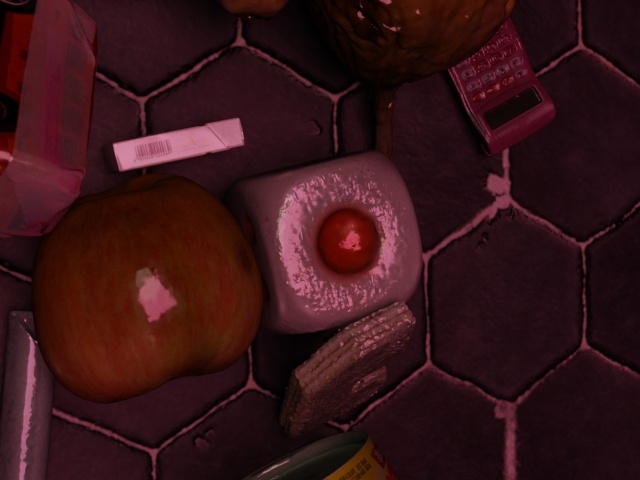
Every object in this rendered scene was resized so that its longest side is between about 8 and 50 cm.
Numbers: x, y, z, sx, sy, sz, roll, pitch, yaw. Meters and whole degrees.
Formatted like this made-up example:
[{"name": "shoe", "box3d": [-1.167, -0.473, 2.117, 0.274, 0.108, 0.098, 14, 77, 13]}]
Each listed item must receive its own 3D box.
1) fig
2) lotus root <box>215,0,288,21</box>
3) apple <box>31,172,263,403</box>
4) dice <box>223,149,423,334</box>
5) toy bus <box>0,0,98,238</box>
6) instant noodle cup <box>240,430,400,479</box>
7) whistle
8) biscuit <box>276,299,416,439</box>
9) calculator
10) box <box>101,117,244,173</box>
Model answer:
[{"name": "fig", "box3d": [0.086, -0.254, 1.246, 0.286, 0.286, 0.369, -1, 116, -21]}, {"name": "lotus root", "box3d": [-0.085, -0.350, 1.121, 0.125, 0.118, 0.221, 5, 118, 20]}, {"name": "apple", "box3d": [-0.196, 0.045, 1.125, 0.264, 0.264, 0.264, -1, 92, -21]}, {"name": "dice", "box3d": [0.000, 0.000, 1.228, 0.194, 0.192, 0.193, -17, 96, -21]}, {"name": "toy bus", "box3d": [-0.319, -0.149, 1.073, 0.147, 0.127, 0.303, 19, 46, -25]}, {"name": "instant noodle cup", "box3d": [0.004, 0.378, 1.199, 0.311, 0.311, 0.222, -28, 92, -18]}, {"name": "whistle", "box3d": [-0.343, 0.235, 1.173, 0.062, 0.062, 0.312, 5, 90, -21]}, {"name": "biscuit", "box3d": [0.029, 0.160, 1.224, 0.147, 0.250, 0.046, -24, 68, -21]}, {"name": "calculator", "box3d": [0.237, -0.224, 1.397, 0.126, 0.034, 0.190, -29, 96, -17]}, {"name": "box", "box3d": [-0.176, -0.113, 1.213, 0.154, 0.084, 0.040, -15, 95, -20]}]
